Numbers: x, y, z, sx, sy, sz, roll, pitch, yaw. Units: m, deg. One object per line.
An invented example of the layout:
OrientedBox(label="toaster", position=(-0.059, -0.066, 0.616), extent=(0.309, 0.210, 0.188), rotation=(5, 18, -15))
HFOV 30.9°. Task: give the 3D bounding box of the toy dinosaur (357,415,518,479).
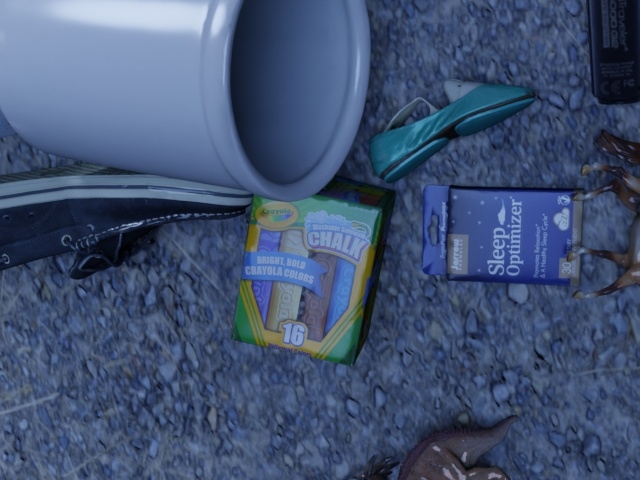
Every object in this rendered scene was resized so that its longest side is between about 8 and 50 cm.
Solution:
OrientedBox(label="toy dinosaur", position=(0.154, 0.346, 1.680), extent=(0.200, 0.127, 0.296), rotation=(39, 99, 9))

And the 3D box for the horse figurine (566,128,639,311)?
OrientedBox(label="horse figurine", position=(0.426, -0.019, 1.575), extent=(0.174, 0.066, 0.263), rotation=(1, 94, -9))

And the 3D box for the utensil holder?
OrientedBox(label="utensil holder", position=(-0.180, -0.232, 1.477), extent=(0.385, 0.327, 0.328), rotation=(9, 103, 30))

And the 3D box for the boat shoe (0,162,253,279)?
OrientedBox(label="boat shoe", position=(-0.315, -0.031, 1.665), extent=(0.500, 0.187, 0.156), rotation=(-6, 101, 18))

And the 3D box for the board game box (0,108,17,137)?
OrientedBox(label="board game box", position=(-0.594, -0.199, 1.612), extent=(0.317, 0.319, 0.066), rotation=(12, 104, 9))

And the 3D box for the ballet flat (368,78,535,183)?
OrientedBox(label="ballet flat", position=(0.171, -0.172, 1.599), extent=(0.247, 0.083, 0.087), rotation=(-29, 77, 12))

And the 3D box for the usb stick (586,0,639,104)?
OrientedBox(label="usb stick", position=(0.386, -0.314, 1.512), extent=(0.077, 0.045, 0.278), rotation=(-1, 116, 18))

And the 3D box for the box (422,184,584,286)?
OrientedBox(label="box", position=(0.255, -0.008, 1.635), extent=(0.225, 0.036, 0.137), rotation=(2, 101, 11))

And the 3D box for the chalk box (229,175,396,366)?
OrientedBox(label="chalk box", position=(0.000, 0.000, 1.609), extent=(0.179, 0.180, 0.289), rotation=(13, 104, 8))
